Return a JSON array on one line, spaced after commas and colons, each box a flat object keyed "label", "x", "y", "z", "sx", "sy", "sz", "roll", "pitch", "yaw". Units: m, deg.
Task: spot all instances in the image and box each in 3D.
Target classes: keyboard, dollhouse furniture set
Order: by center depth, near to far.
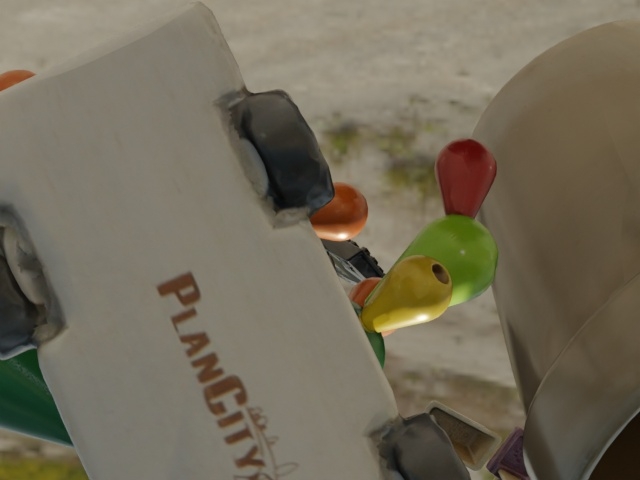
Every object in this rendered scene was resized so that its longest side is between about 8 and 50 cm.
[{"label": "dollhouse furniture set", "x": 0.108, "y": 0.175, "z": 1.075, "sx": 0.114, "sy": 0.091, "sz": 0.081, "roll": 30, "pitch": -166, "yaw": -21}, {"label": "keyboard", "x": 0.000, "y": 0.000, "z": 1.308, "sx": 0.108, "sy": 0.023, "sz": 0.180, "roll": 43, "pitch": 172, "yaw": -31}]

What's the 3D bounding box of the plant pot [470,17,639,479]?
[{"label": "plant pot", "x": 0.238, "y": 0.015, "z": 0.995, "sx": 0.323, "sy": 0.280, "sz": 0.323, "roll": -16, "pitch": 140, "yaw": -14}]

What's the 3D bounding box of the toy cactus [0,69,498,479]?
[{"label": "toy cactus", "x": -0.045, "y": 0.035, "z": 0.479, "sx": 0.219, "sy": 0.180, "sz": 0.112, "roll": 1, "pitch": 156, "yaw": -12}]

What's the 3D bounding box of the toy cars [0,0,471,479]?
[{"label": "toy cars", "x": 0.068, "y": 0.082, "z": 0.417, "sx": 0.394, "sy": 0.176, "sz": 0.087, "roll": 24, "pitch": 174, "yaw": 2}]
